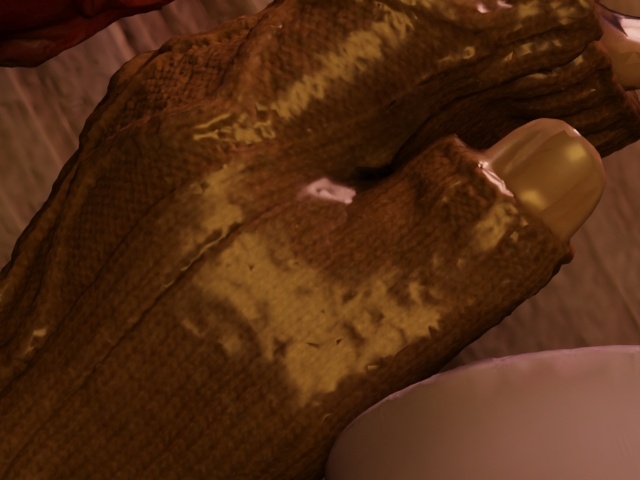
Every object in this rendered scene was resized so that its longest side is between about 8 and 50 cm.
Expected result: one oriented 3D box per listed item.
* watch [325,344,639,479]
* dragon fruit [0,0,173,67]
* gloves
[{"bbox_3d":[0.108,0.153,0.616,0.231,0.244,0.196,6,59,-8],"label":"watch"},{"bbox_3d":[-0.178,-0.190,0.673,0.315,0.250,0.250,30,87,0],"label":"dragon fruit"},{"bbox_3d":[-0.015,-0.006,0.697,0.356,0.203,0.155,-35,108,2],"label":"gloves"}]
